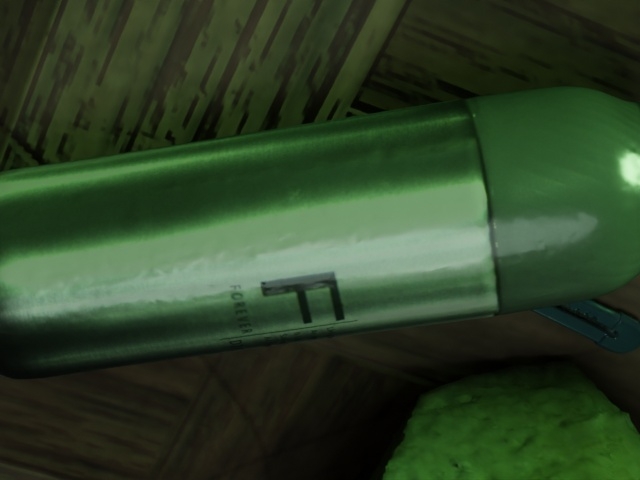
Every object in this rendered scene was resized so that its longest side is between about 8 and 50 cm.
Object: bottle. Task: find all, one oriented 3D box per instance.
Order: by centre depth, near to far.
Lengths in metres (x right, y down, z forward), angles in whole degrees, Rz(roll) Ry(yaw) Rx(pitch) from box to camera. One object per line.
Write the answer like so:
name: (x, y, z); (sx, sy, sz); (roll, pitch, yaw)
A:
bottle: (0.000, 0.000, 0.492); (0.253, 0.079, 0.096); (-9, 153, 2)

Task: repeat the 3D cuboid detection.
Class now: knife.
knife: (0.095, 0.026, 0.556); (0.096, 0.010, 0.027); (25, 120, -20)

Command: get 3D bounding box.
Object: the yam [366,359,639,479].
yam: (0.064, 0.198, 0.575); (0.201, 0.202, 0.271); (-3, 127, -29)
